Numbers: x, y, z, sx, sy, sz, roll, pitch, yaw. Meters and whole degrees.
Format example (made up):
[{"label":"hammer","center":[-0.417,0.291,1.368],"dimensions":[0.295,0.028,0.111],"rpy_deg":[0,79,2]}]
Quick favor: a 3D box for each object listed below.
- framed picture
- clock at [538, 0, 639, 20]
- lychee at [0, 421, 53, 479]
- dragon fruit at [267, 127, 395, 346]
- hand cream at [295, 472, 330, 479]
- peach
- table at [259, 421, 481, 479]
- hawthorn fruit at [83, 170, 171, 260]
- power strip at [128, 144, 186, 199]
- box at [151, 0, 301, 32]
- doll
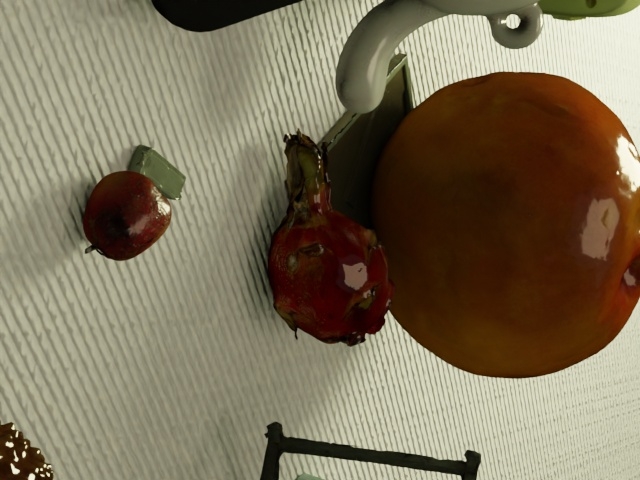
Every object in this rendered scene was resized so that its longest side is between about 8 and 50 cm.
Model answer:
[{"label":"framed picture","center":[0.042,-0.065,1.857],"dimensions":[0.250,0.016,0.184],"rpy_deg":[-52,145,-38]},{"label":"clock","center":[0.209,-0.403,1.702],"dimensions":[0.117,0.286,0.348],"rpy_deg":[-21,119,-66]},{"label":"lychee","center":[-0.274,0.221,1.222],"dimensions":[0.238,0.200,0.200],"rpy_deg":[6,98,-75]},{"label":"dragon fruit","center":[0.000,0.000,1.712],"dimensions":[0.125,0.125,0.246],"rpy_deg":[-51,137,-56]},{"label":"hand cream","center":[0.050,0.306,1.890],"dimensions":[0.076,0.174,0.047],"rpy_deg":[20,86,-62]},{"label":"peach","center":[0.220,-0.012,1.872],"dimensions":[0.343,0.301,0.343],"rpy_deg":[-37,134,-52]},{"label":"table","center":[0.024,0.401,1.674],"dimensions":[0.272,0.222,0.335],"rpy_deg":[96,3,-46]},{"label":"hawthorn fruit","center":[-0.164,-0.020,1.431],"dimensions":[0.077,0.077,0.077],"rpy_deg":[-38,136,-50]},{"label":"power strip","center":[-0.143,-0.058,1.506],"dimensions":[0.027,0.017,0.083],"rpy_deg":[-68,152,-11]},{"label":"box","center":[-0.023,-0.335,1.399],"dimensions":[0.290,0.073,0.289],"rpy_deg":[-22,126,-19]},{"label":"doll","center":[0.119,-0.349,1.595],"dimensions":[0.376,0.187,0.366],"rpy_deg":[-29,99,-5]}]
